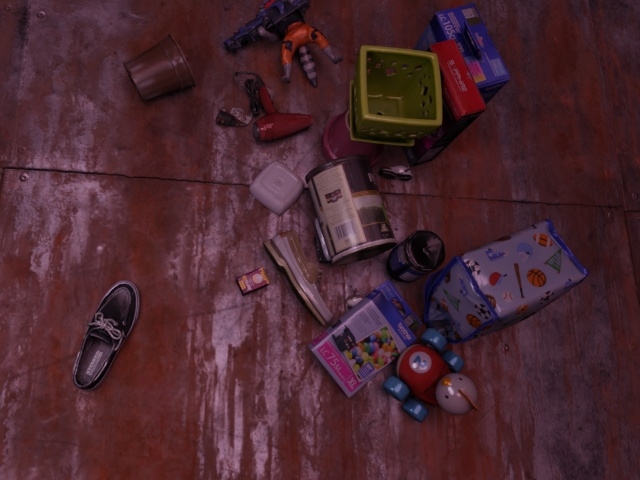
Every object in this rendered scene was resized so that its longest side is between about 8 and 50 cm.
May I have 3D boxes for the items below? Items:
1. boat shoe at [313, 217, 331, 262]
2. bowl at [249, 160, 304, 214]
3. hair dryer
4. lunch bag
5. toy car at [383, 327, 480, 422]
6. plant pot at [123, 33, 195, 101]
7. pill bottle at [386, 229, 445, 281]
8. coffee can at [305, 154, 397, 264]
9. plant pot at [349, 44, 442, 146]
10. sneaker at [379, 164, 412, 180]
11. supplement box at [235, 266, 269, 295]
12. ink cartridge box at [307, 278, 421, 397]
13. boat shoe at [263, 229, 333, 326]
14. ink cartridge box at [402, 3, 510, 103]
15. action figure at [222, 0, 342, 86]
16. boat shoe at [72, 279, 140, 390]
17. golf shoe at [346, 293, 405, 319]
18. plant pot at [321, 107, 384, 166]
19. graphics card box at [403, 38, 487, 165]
[{"bbox_3d":[0.000,0.000,1.814,0.040,0.049,0.142,-22,71,22],"label":"boat shoe"},{"bbox_3d":[-0.130,-0.169,1.830,0.142,0.053,0.142,39,70,2],"label":"bowl"},{"bbox_3d":[-0.161,-0.416,1.879,0.294,0.080,0.223,23,70,-5],"label":"hair dryer"},{"bbox_3d":[0.488,0.139,1.703,0.328,0.385,0.238,-19,67,-16],"label":"lunch bag"},{"bbox_3d":[0.342,0.397,1.648,0.219,0.238,0.210,-48,119,-16],"label":"toy car"},{"bbox_3d":[-0.486,-0.504,1.799,0.165,0.167,0.166,-29,82,-10],"label":"plant pot"},{"bbox_3d":[0.271,0.054,1.765,0.123,0.219,0.122,3,74,-12],"label":"pill bottle"},{"bbox_3d":[0.089,-0.087,1.776,0.202,0.201,0.275,-14,78,-16],"label":"coffee can"},{"bbox_3d":[0.194,-0.389,1.690,0.229,0.207,0.226,3,74,-12],"label":"plant pot"},{"bbox_3d":[0.242,-0.222,1.939,0.109,0.040,0.043,8,57,-14],"label":"sneaker"},{"bbox_3d":[-0.196,0.118,1.738,0.083,0.043,0.054,-23,82,-17],"label":"supplement box"},{"bbox_3d":[0.139,0.276,1.714,0.311,0.065,0.185,-39,101,-13],"label":"ink cartridge box"},{"bbox_3d":[-0.043,0.104,1.739,0.103,0.113,0.302,-32,82,-13],"label":"boat shoe"},{"bbox_3d":[0.419,-0.535,1.872,0.151,0.395,0.269,-19,79,-18],"label":"ink cartridge box"},{"bbox_3d":[-0.125,-0.651,1.945,0.342,0.178,0.330,-26,73,10],"label":"action figure"},{"bbox_3d":[-0.570,0.243,1.587,0.113,0.105,0.306,26,71,-4],"label":"boat shoe"},{"bbox_3d":[0.165,0.209,1.778,0.186,0.067,0.085,14,73,-9],"label":"golf shoe"},{"bbox_3d":[0.118,-0.329,1.862,0.202,0.180,0.201,4,73,-12],"label":"plant pot"},{"bbox_3d":[0.339,-0.406,1.832,0.094,0.371,0.232,-19,80,-18],"label":"graphics card box"}]
